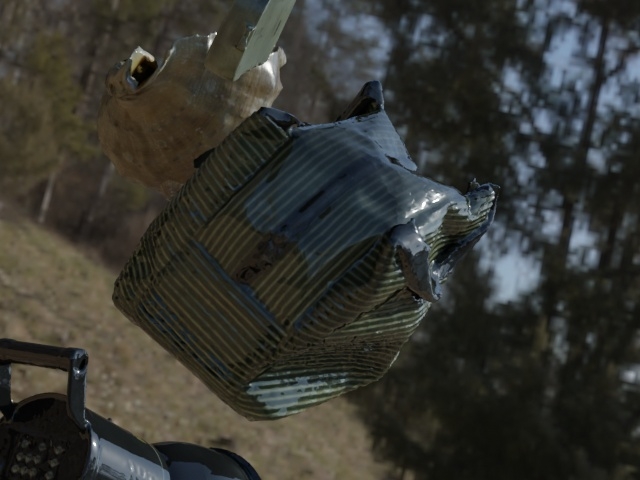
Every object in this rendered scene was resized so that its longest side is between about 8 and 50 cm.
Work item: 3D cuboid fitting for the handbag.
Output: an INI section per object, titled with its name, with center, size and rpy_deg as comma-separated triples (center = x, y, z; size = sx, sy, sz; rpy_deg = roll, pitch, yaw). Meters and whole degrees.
[handbag]
center = 0.000, 0.000, 1.287
size = 0.247, 0.240, 0.341
rpy_deg = 42, 27, 13

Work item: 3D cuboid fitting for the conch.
[conch]
center = -0.155, -0.162, 1.712
size = 0.263, 0.186, 0.324
rpy_deg = -28, 4, 2

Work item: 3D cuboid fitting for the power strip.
[power strip]
center = -0.054, -0.183, 1.164
size = 0.029, 0.080, 0.227
rpy_deg = 27, 14, 0

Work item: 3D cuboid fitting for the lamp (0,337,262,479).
[lamp]
center = -0.158, 0.189, 0.977
size = 0.147, 0.172, 0.227
rpy_deg = 5, -21, 34
